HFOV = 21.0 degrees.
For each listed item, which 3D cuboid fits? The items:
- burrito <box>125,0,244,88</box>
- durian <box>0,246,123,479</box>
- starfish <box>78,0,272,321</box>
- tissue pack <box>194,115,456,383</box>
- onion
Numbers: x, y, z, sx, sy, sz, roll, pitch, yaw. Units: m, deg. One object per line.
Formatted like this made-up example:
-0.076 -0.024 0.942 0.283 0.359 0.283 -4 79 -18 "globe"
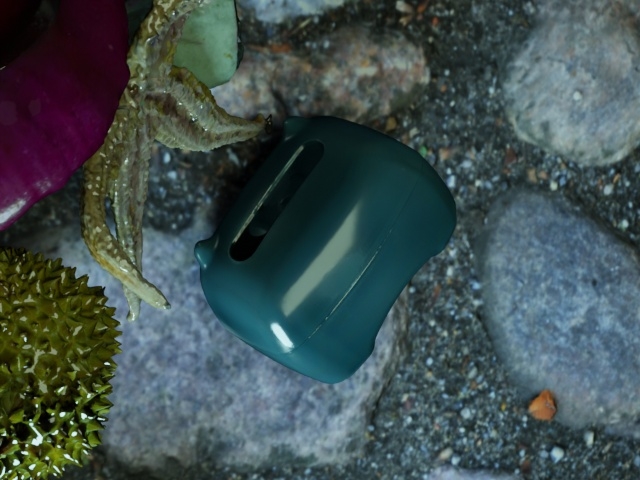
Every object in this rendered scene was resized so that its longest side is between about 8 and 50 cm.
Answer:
-0.192 -0.209 1.860 0.229 0.089 0.144 -25 123 -31 "burrito"
-0.337 0.148 1.779 0.258 0.258 0.293 26 128 -34 "durian"
-0.151 -0.112 1.783 0.384 0.132 0.398 67 37 -62 "starfish"
0.000 0.000 1.970 0.206 0.198 0.287 40 83 -37 "tissue pack"
-0.357 -0.133 1.650 0.398 0.398 0.420 -44 149 -15 "onion"
